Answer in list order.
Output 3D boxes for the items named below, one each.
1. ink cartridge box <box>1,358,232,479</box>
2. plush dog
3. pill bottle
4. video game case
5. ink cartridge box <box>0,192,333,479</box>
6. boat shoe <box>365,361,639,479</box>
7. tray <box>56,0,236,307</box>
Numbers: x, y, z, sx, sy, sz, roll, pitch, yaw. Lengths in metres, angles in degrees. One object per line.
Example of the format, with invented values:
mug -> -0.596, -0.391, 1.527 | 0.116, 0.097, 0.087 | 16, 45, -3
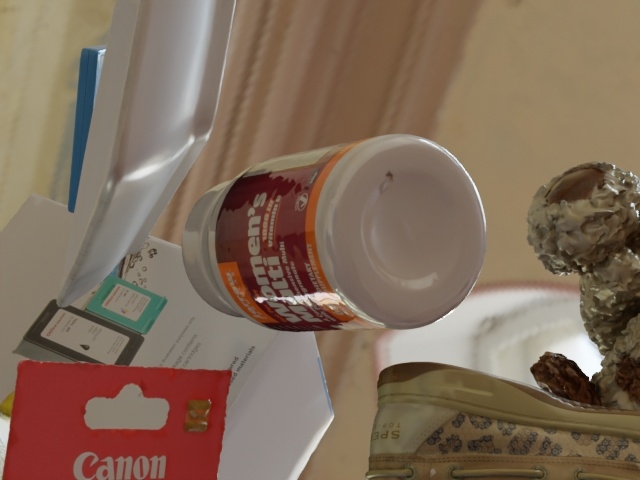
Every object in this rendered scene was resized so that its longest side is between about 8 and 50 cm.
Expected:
ink cartridge box -> -0.097, 0.181, 0.854 | 0.181, 0.056, 0.225 | 10, -91, -56
plush dog -> 0.287, 0.082, 1.287 | 0.211, 0.262, 0.225 | 79, -159, -55
pill bottle -> 0.000, 0.000, 1.061 | 0.121, 0.221, 0.121 | 2, -95, -31
video game case -> -0.150, -0.090, 1.219 | 0.166, 0.015, 0.119 | -37, -45, -74
ink cartridge box -> -0.161, 0.125, 1.335 | 0.197, 0.270, 0.198 | -57, -26, -29
boat shoe -> 0.167, 0.157, 1.069 | 0.104, 0.285, 0.089 | 123, 160, -69
tray -> -0.059, -0.060, 0.556 | 0.270, 0.030, 0.145 | 142, 138, -74
